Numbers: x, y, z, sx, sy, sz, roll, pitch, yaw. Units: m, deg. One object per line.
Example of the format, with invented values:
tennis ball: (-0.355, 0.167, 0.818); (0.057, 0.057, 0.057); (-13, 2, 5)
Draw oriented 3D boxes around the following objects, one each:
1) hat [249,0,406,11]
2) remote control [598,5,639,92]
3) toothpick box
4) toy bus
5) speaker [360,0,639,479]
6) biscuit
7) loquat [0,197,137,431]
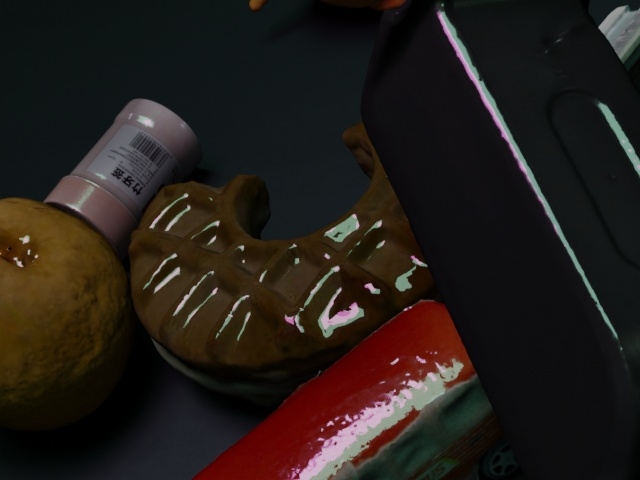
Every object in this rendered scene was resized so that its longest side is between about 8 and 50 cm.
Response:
hat: (0.001, -0.320, 1.343); (0.233, 0.233, 0.244); (-36, -8, 27)
remote control: (0.203, -0.065, 0.969); (0.055, 0.103, 0.277); (3, 43, 49)
toothpick box: (-0.199, -0.059, 1.256); (0.098, 0.098, 0.149); (9, 54, 39)
toy bus: (0.034, 0.149, 0.866); (0.265, 0.120, 0.121); (-37, 40, -6)
speaker: (0.165, -0.032, 0.779); (0.180, 0.184, 0.388); (-16, 65, -18)
biscuit: (0.010, 0.008, 1.038); (0.366, 0.115, 0.268); (-22, 41, 12)
loquat: (-0.264, 0.065, 1.085); (0.208, 0.208, 0.208); (-18, 41, 16)
